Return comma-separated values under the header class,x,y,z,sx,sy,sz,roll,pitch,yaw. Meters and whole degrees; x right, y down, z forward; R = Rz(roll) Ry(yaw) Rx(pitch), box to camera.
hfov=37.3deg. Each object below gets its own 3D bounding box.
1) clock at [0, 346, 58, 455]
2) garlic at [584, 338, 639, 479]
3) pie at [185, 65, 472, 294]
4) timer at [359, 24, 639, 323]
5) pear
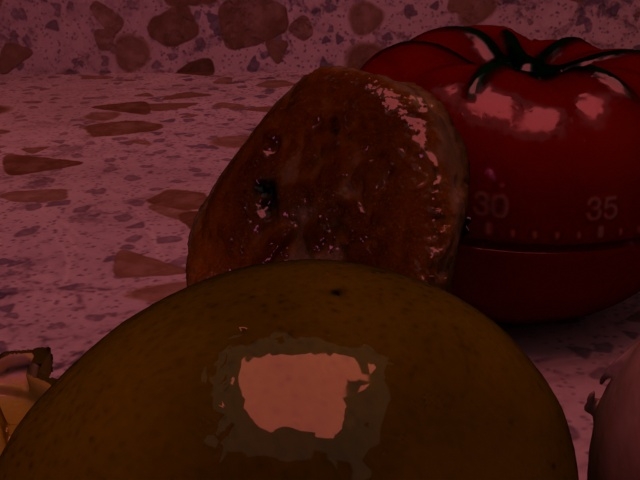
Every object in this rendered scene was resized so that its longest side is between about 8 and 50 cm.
class,x,y,z,sx,sy,sz,roll,pitch,yaw
clock,-0.280,0.174,0.663,0.277,0.071,0.293,-4,21,-18
garlic,0.235,0.150,0.367,0.286,0.313,0.249,14,14,29
pie,0.000,0.000,0.833,0.315,0.315,0.092,17,-5,39
timer,0.203,-0.072,1.002,0.378,0.279,0.378,1,21,0
pear,-0.017,0.142,0.455,0.294,0.294,0.294,-1,21,0
